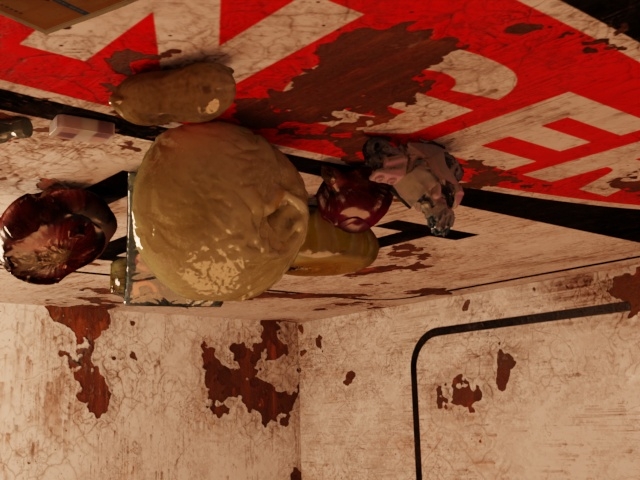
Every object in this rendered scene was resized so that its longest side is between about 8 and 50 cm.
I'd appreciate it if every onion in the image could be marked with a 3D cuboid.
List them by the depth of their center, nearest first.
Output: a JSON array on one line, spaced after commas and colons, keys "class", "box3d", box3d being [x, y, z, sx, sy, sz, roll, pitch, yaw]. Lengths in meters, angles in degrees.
[{"class": "onion", "box3d": [0.059, -0.090, 1.880, 0.173, 0.135, 0.198, -13, 162, 32]}, {"class": "onion", "box3d": [-0.612, -0.036, 2.014, 0.272, 0.195, 0.272, -26, 149, -17]}]

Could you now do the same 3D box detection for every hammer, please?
[{"class": "hammer", "box3d": [-0.607, -0.207, 1.465, 0.159, 0.041, 0.226, -6, 168, 13]}]

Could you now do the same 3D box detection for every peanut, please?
[{"class": "peanut", "box3d": [-0.222, -0.219, 1.341, 0.214, 0.099, 0.099, -7, 167, 15]}]

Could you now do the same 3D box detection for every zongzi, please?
[{"class": "zongzi", "box3d": [-0.438, 0.104, 2.656, 0.323, 0.159, 0.360, 6, 166, -38]}]

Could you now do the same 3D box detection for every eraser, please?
[{"class": "eraser", "box3d": [-0.425, -0.197, 1.568, 0.105, 0.026, 0.065, 6, 163, -30]}]

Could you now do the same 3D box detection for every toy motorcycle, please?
[{"class": "toy motorcycle", "box3d": [0.198, -0.102, 1.697, 0.239, 0.204, 0.108, -2, 152, -20]}]

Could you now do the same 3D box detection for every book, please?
[{"class": "book", "box3d": [-0.317, -0.313, 1.059, 0.242, 0.018, 0.170, -10, 165, 33]}]

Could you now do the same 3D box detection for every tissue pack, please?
[{"class": "tissue pack", "box3d": [-0.314, 0.005, 1.937, 0.228, 0.103, 0.315, 1, 124, -13]}]

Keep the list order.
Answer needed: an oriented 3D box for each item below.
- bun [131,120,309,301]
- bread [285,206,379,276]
[{"class": "bun", "box3d": [-0.161, -0.055, 1.602, 0.227, 0.352, 0.349, 2, -149, 40]}, {"class": "bread", "box3d": [0.000, 0.000, 2.235, 0.333, 0.160, 0.333, -1, 170, 0]}]
